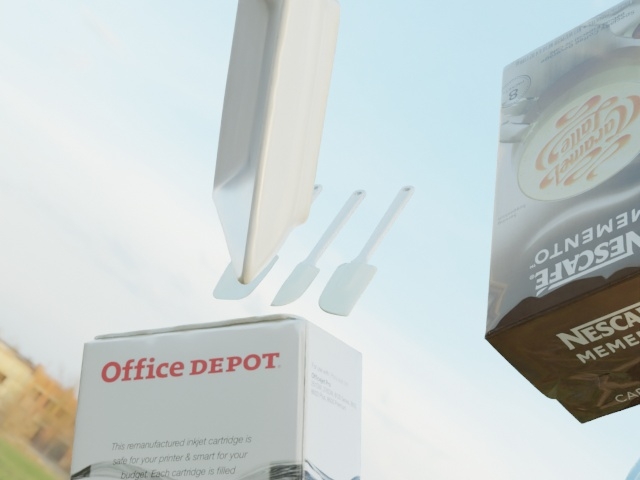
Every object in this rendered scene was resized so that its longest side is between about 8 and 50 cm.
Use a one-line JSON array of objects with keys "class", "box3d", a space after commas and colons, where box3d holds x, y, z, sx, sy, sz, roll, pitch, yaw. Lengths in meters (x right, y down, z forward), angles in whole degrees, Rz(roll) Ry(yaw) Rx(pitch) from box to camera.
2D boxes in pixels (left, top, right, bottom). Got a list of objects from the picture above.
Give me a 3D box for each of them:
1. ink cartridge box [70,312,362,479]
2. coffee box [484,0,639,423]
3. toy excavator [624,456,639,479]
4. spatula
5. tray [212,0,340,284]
[{"class": "ink cartridge box", "box3d": [-0.113, 0.298, 1.248, 0.286, 0.394, 0.166, -7, -22, 24]}, {"class": "coffee box", "box3d": [0.188, -0.032, 0.699, 0.141, 0.246, 0.098, -28, -56, 33]}, {"class": "toy excavator", "box3d": [0.315, 0.166, 0.598, 0.433, 0.222, 0.445, 10, -24, 44]}, {"class": "spatula", "box3d": [0.000, 0.000, 1.300, 0.168, 0.242, 0.019, 2, -53, 27]}, {"class": "tray", "box3d": [-0.026, -0.072, 0.583, 0.030, 0.145, 0.270, 8, 9, -9]}]
